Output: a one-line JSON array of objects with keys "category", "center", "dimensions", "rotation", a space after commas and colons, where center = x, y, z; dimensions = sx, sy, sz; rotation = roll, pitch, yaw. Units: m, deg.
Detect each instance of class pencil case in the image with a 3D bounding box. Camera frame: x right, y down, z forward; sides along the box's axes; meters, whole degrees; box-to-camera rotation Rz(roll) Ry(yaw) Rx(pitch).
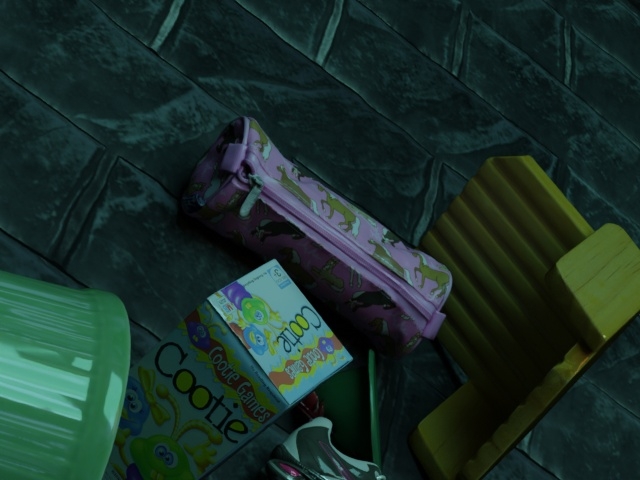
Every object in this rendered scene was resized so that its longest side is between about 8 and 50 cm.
[{"category": "pencil case", "center": [0.000, 0.000, 2.196], "dimensions": [0.386, 0.160, 0.167], "rotation": [37, 35, -18]}]

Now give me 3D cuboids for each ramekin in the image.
[{"category": "ramekin", "center": [-0.313, 0.170, 1.563], "dimensions": [0.148, 0.303, 0.303], "rotation": [21, 42, -24]}]

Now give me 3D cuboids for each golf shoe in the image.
[{"category": "golf shoe", "center": [0.054, 0.330, 1.948], "dimensions": [0.273, 0.105, 0.120], "rotation": [45, 60, -6]}]

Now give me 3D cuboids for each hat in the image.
[{"category": "hat", "center": [-0.018, 0.221, 2.071], "dimensions": [0.173, 0.183, 0.209], "rotation": [52, 35, -86]}]

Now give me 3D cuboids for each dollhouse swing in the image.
[{"category": "dollhouse swing", "center": [0.220, 0.095, 2.193], "dimensions": [0.305, 0.347, 0.315], "rotation": [45, 33, 11]}]

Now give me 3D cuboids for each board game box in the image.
[{"category": "board game box", "center": [-0.125, 0.167, 1.785], "dimensions": [0.142, 0.275, 0.144], "rotation": [52, 34, 5]}]
